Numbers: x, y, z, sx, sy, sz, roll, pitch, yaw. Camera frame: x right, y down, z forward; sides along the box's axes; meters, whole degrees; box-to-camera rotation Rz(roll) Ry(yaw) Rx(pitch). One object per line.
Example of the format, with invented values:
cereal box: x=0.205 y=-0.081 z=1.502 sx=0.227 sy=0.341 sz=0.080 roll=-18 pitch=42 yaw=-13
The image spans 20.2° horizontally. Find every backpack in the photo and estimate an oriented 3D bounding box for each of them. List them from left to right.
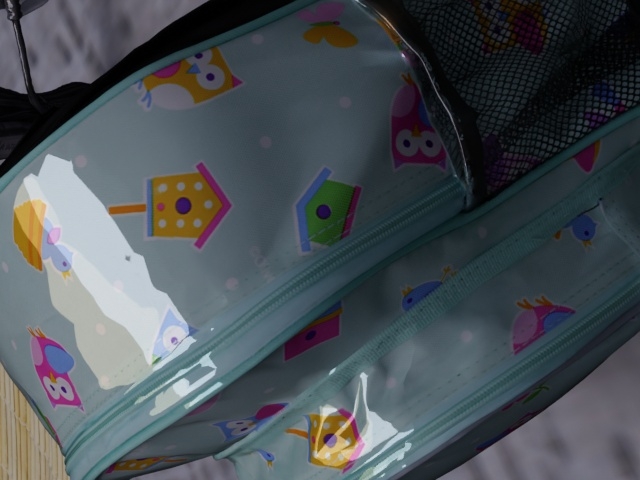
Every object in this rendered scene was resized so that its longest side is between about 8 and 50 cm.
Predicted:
backpack: x=0.000 y=0.000 z=0.493 sx=0.144 sy=0.188 sz=0.166 roll=64 pitch=151 yaw=8

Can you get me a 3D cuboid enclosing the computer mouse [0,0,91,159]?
computer mouse: x=-0.142 y=-0.130 z=0.765 sx=0.042 sy=0.106 sz=0.193 roll=5 pitch=105 yaw=52

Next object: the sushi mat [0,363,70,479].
sushi mat: x=-0.162 y=0.121 z=1.043 sx=0.151 sy=0.019 sz=0.316 roll=46 pitch=145 yaw=34
